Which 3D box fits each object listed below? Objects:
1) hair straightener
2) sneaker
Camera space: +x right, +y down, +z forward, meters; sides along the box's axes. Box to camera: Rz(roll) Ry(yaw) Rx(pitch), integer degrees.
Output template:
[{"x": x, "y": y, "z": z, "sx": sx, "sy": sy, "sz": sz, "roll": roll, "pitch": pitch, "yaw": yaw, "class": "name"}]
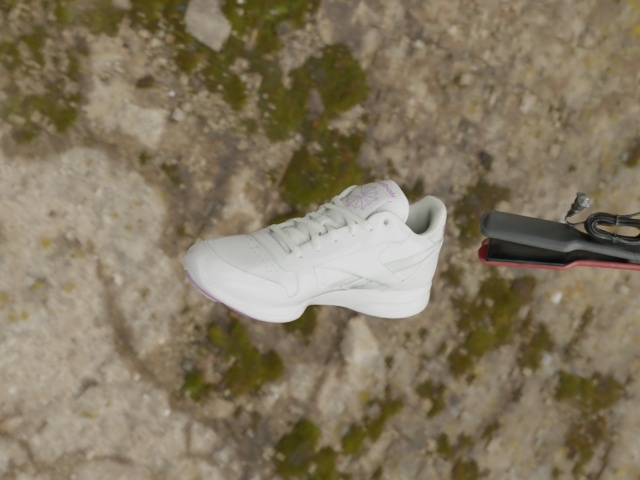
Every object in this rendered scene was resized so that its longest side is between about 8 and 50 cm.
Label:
[{"x": 0.275, "y": -0.003, "z": 1.250, "sx": 0.047, "sy": 0.230, "sz": 0.089, "roll": -63, "pitch": 154, "yaw": -42, "class": "hair straightener"}, {"x": 0.000, "y": 0.000, "z": 1.223, "sx": 0.305, "sy": 0.114, "sz": 0.152, "roll": -1, "pitch": 121, "yaw": -39, "class": "sneaker"}]
